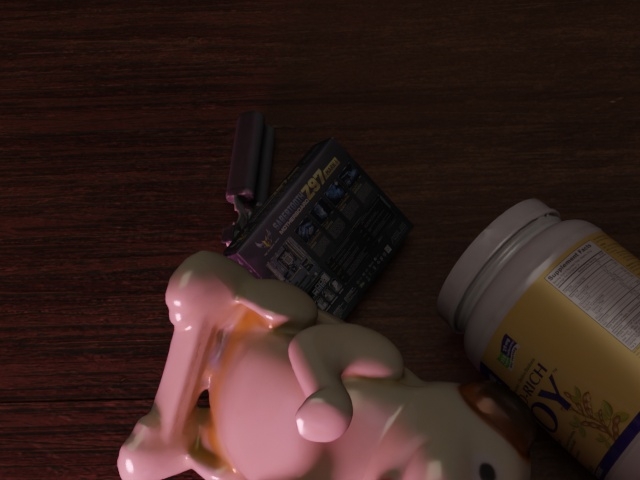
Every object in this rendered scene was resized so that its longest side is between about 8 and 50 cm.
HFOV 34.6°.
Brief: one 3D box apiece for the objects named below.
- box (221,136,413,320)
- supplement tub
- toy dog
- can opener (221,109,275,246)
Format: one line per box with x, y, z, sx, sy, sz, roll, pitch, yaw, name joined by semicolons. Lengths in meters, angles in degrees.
0.000;0.000;1.434;0.183;0.059;0.233;46;64;-18;box
0.333;0.125;1.289;0.241;0.241;0.331;-38;63;-19;supplement tub
0.035;0.231;1.173;0.407;0.395;0.285;22;89;31;toy dog
-0.094;-0.070;1.528;0.093;0.074;0.280;-13;54;19;can opener
